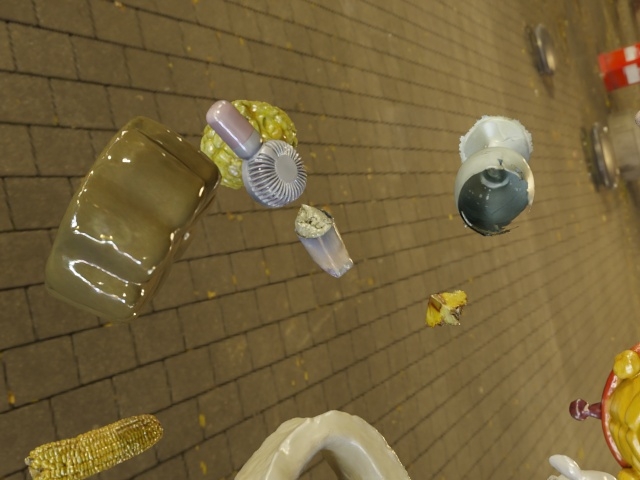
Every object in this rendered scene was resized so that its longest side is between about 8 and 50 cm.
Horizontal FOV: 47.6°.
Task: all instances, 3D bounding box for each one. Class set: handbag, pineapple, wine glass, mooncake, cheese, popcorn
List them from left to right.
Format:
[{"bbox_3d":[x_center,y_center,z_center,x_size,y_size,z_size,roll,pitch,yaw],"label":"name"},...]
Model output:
[{"bbox_3d":[-0.341,-0.023,1.348,0.201,0.378,0.378,27,45,-6],"label":"mooncake"},{"bbox_3d":[-0.195,-0.252,1.938,0.224,0.270,0.258,59,6,2],"label":"popcorn"},{"bbox_3d":[0.000,0.000,1.738,0.095,0.117,0.173,-40,131,-18],"label":"handbag"},{"bbox_3d":[0.004,0.451,1.165,0.292,0.153,0.332,-17,78,-32],"label":"cheese"},{"bbox_3d":[0.282,0.153,1.604,0.077,0.114,0.114,55,-1,-19],"label":"pineapple"},{"bbox_3d":[0.303,-0.116,1.273,0.143,0.144,0.321,67,23,-18],"label":"wine glass"}]

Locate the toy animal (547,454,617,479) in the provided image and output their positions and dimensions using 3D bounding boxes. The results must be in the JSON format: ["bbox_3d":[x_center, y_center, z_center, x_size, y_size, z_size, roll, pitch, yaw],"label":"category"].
[{"bbox_3d":[0.661,0.639,1.854,0.127,0.179,0.193,-67,157,-14],"label":"toy animal"}]

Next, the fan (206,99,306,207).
[{"bbox_3d":[-0.125,-0.169,1.395,0.244,0.074,0.130,47,52,-24],"label":"fan"}]

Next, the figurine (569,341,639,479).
[{"bbox_3d":[0.513,0.223,0.943,0.196,0.323,0.319,-162,-113,-82],"label":"figurine"}]

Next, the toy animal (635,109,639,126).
[{"bbox_3d":[0.733,-0.164,1.393,0.221,0.210,0.229,33,39,-71],"label":"toy animal"}]

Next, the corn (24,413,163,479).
[{"bbox_3d":[-0.496,0.470,1.631,0.313,0.102,0.101,-13,90,-33],"label":"corn"}]
